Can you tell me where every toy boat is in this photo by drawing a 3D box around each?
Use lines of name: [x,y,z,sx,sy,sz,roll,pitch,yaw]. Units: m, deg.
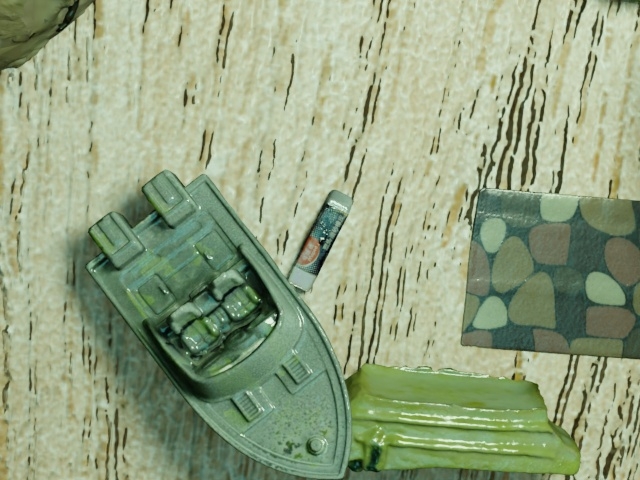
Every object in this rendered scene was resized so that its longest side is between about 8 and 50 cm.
toy boat: [-0.077,0.088,1.642,0.141,0.092,0.319,-38,81,0]
toy boat: [0.106,0.170,1.705,0.276,0.111,0.084,2,103,-3]

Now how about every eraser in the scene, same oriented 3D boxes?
eraser: [0.000,0.000,1.720,0.027,0.019,0.099,27,92,-10]

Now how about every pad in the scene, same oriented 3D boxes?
pad: [0.258,0.034,1.769,0.235,0.003,0.158,5,95,-9]

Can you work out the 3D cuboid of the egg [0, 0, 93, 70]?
egg: [-0.282,-0.293,1.533,0.279,0.279,0.310,31,103,-10]
